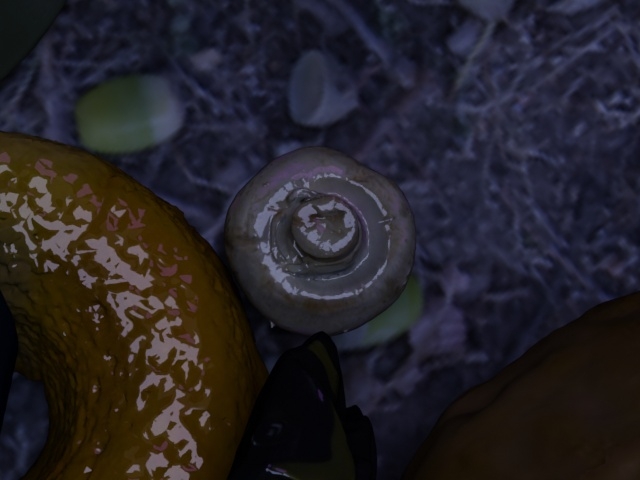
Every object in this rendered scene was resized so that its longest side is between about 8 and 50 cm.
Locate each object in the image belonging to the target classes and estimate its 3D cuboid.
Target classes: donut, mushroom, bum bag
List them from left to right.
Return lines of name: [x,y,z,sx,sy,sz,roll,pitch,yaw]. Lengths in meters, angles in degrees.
donut: [-0.107,0.034,0.638,0.259,0.101,0.152,43,74,4]
bum bag: [-0.012,0.137,0.589,0.060,0.232,0.106,15,38,12]
mushroom: [0.000,0.000,0.663,0.084,0.067,0.083,0,84,-1]

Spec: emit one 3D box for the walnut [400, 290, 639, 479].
walnut: [0.135,0.128,0.590,0.257,0.224,0.257,-12,49,14]

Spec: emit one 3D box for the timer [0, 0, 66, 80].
timer: [-0.220,-0.190,0.535,0.291,0.315,0.290,1,84,-8]

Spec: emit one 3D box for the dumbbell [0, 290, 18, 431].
dumbbell: [-0.268,0.069,0.527,0.325,0.160,0.144,-23,124,15]
